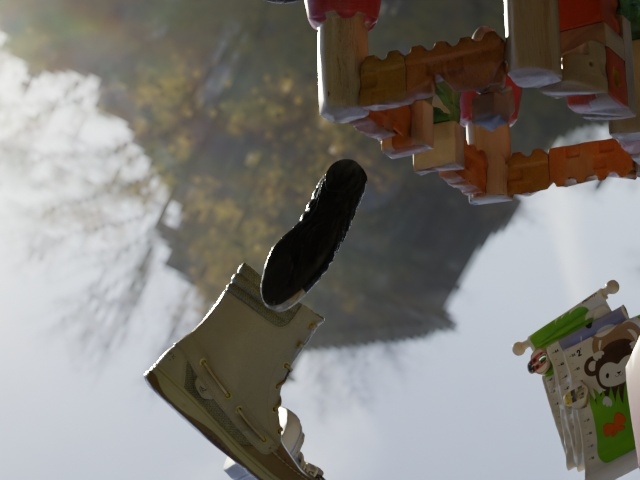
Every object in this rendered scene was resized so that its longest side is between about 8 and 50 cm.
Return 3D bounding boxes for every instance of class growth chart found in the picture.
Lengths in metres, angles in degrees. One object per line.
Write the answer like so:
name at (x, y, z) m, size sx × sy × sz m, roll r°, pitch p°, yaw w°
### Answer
growth chart at (0.300, 0.153, 1.910) m, size 0.021 × 0.172 × 0.237 m, roll 29°, pitch -149°, yaw -37°

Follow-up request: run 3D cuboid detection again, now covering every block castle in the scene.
block castle at (0.209, -0.204, 1.980) m, size 0.303 × 0.212 × 0.453 m, roll -9°, pitch 163°, yaw 28°

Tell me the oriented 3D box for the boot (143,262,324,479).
boot at (-0.045, 0.143, 1.764) m, size 0.213 × 0.165 × 0.077 m, roll 42°, pitch 172°, yaw -13°

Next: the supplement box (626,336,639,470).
supplement box at (0.289, 0.085, 1.081) m, size 0.188 × 0.104 × 0.080 m, roll 4°, pitch -128°, yaw -7°

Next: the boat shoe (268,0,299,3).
boat shoe at (-0.005, -0.266, 1.477) m, size 0.089 × 0.104 × 0.285 m, roll 45°, pitch -150°, yaw 14°

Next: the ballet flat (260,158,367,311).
ballet flat at (0.000, 0.000, 1.589) m, size 0.057 × 0.049 × 0.173 m, roll 13°, pitch -127°, yaw 26°

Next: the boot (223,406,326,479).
boot at (-0.037, 0.295, 2.381) m, size 0.123 × 0.095 × 0.258 m, roll 31°, pitch 163°, yaw -8°
